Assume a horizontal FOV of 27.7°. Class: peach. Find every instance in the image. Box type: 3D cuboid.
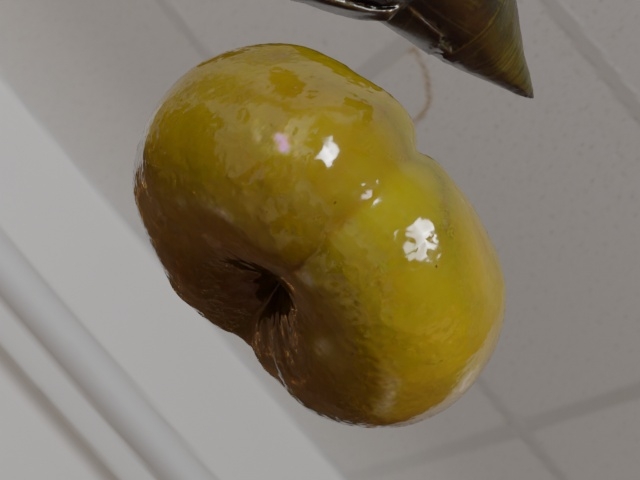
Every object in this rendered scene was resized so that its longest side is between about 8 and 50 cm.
[{"bbox_3d":[0.000,0.000,0.754,0.251,0.153,0.251,43,-11,10],"label":"peach"}]

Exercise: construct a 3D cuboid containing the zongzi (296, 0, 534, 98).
[{"bbox_3d":[0.154,-0.374,1.295,0.432,0.403,0.208,20,11,-37],"label":"zongzi"}]
